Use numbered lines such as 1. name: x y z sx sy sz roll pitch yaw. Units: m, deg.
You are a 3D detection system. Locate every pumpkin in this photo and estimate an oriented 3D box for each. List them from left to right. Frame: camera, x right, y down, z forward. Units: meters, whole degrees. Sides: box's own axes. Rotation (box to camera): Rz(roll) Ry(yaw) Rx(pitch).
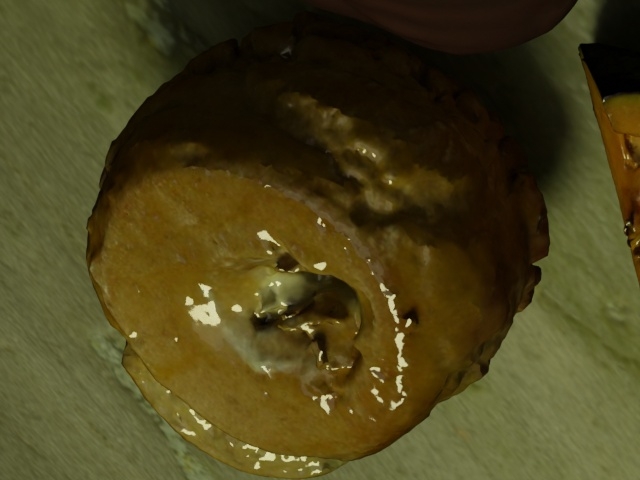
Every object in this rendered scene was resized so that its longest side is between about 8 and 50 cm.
1. pumpkin: 0.255 -0.053 1.279 0.130 0.149 0.254 -15 130 9

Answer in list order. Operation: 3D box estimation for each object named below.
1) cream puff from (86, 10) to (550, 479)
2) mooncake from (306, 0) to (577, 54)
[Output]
1. cream puff: 0.000 0.000 1.389 0.327 0.231 0.343 16 129 15
2. mooncake: 0.041 -0.250 1.114 0.326 0.174 0.334 43 160 -26
